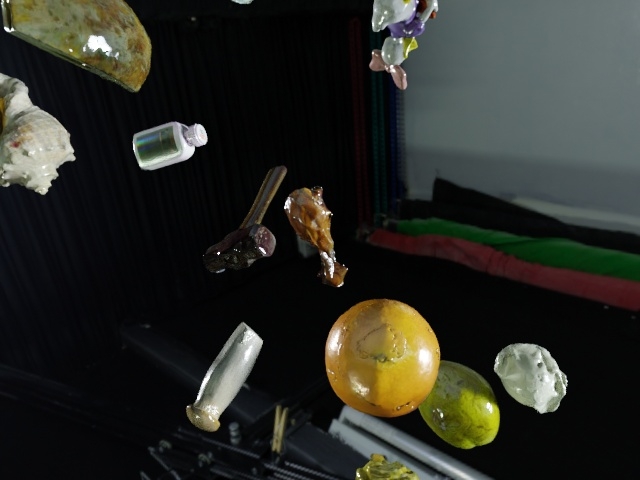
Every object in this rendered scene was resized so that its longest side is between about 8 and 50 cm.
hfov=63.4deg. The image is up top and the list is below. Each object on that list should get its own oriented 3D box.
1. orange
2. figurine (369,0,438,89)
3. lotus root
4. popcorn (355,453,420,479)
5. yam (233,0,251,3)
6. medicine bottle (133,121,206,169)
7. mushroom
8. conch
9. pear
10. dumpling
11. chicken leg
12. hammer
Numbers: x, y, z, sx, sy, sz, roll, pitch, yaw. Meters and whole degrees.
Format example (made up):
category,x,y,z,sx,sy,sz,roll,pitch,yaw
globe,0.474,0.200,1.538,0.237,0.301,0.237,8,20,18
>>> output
category,x,y,z,sx,sy,sz,roll,pitch,yaw
orange,0.130,0.246,1.094,0.246,0.246,0.246,-5,-159,2
figurine,0.220,-0.602,1.423,0.154,0.421,0.193,42,-99,17
lotus root,-0.462,-0.424,1.016,0.142,0.210,0.314,9,-175,43
popcorn,0.179,0.649,1.271,0.192,0.233,0.266,-20,-149,-4
yam,-0.186,-0.636,1.190,0.107,0.107,0.194,-9,-123,-10
medicine bottle,-0.456,-0.295,1.577,0.219,0.115,0.078,-13,177,15
mushroom,-0.319,0.460,1.814,0.154,0.137,0.407,-15,-139,46
conch,-0.512,-0.172,0.835,0.163,0.245,0.178,-35,169,39
pear,0.467,0.557,1.776,0.269,0.321,0.269,-31,-177,2
dumpling,0.694,0.443,1.703,0.258,0.193,0.147,37,177,2
chicken leg,0.000,0.000,1.359,0.113,0.304,0.093,-16,-154,16
hammer,-0.205,-0.089,1.629,0.242,0.095,0.409,-19,-140,40
